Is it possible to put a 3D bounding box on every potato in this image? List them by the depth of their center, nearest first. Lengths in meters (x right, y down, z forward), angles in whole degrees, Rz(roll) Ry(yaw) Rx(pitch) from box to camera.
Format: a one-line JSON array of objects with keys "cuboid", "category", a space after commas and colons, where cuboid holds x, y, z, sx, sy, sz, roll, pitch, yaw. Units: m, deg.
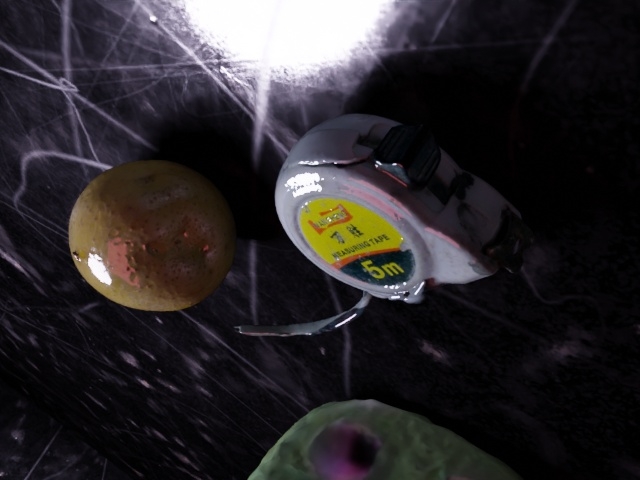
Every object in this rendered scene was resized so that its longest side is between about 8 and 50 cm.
[{"cuboid": [-0.179, -0.008, 0.738, 0.194, 0.157, 0.157, 17, 146, 54], "category": "potato"}]

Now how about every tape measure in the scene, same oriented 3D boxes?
[{"cuboid": [0.001, 0.000, 0.595, 0.164, 0.084, 0.330, 48, 147, -13], "category": "tape measure"}]

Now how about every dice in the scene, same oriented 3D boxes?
[{"cuboid": [0.067, 0.401, 0.832, 0.319, 0.330, 0.322, 21, 147, 29], "category": "dice"}]
